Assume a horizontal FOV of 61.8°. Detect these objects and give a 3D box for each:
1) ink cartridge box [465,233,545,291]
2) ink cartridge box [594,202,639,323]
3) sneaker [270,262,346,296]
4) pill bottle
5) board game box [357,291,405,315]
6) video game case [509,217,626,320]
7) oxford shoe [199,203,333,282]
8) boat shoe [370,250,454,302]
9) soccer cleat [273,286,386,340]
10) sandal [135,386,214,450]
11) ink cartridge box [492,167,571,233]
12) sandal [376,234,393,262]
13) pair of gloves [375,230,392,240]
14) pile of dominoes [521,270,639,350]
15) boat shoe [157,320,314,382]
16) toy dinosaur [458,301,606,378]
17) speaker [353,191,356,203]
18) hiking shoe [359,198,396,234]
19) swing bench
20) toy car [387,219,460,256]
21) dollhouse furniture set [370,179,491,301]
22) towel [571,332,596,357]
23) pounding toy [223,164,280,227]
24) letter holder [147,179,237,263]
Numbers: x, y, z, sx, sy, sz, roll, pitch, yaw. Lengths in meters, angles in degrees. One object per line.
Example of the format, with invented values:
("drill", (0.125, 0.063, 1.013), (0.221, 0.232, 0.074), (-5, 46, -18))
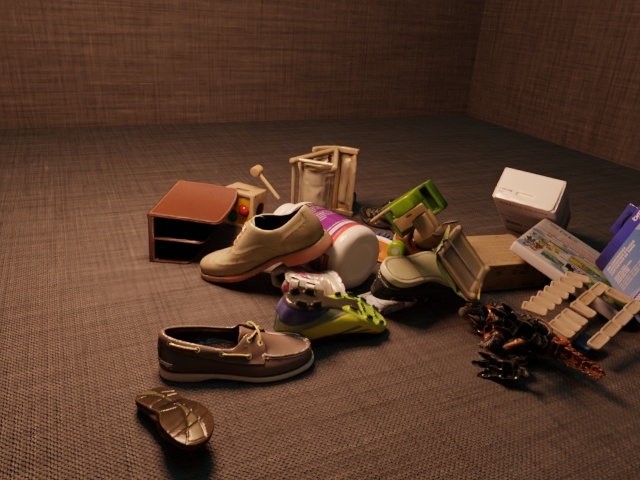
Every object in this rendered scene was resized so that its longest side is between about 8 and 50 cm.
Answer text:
("ink cartridge box", (0.514, 0.062, 1.580), (0.235, 0.088, 0.193), (-3, 25, -17))
("ink cartridge box", (0.889, 0.052, 1.362), (0.151, 0.270, 0.395), (18, 31, -10))
("sneaker", (-0.036, 0.123, 1.367), (0.111, 0.103, 0.252), (-21, 28, -36))
("pill bottle", (0.000, 0.000, 1.528), (0.181, 0.181, 0.323), (-17, 32, -38))
("board game box", (0.157, 0.160, 1.393), (0.090, 0.020, 0.090), (-14, 29, -33))
("video game case", (0.730, 0.073, 1.518), (0.329, 0.036, 0.300), (40, 35, 22))
("oxford shoe", (-0.168, 0.002, 1.406), (0.397, 0.146, 0.140), (-18, 27, 22))
("boat shoe", (0.263, 0.111, 1.402), (0.340, 0.113, 0.127), (-3, 47, -44))
("soccer cleat", (0.022, 0.183, 1.234), (0.289, 0.121, 0.093), (14, 26, -31))
("sandal", (-0.260, 0.320, 0.942), (0.090, 0.060, 0.219), (-12, 14, -44))
("ink cartridge box", (0.715, -0.114, 1.795), (0.201, 0.117, 0.278), (21, -10, 33))
("sandal", (0.115, 0.013, 1.615), (0.265, 0.102, 0.076), (17, 25, 22))
("pair of gloves", (0.212, 0.018, 1.715), (0.198, 0.023, 0.159), (21, 28, 31))
("pile of dominoes", (0.634, 0.172, 1.306), (0.251, 0.040, 0.196), (-25, 43, -32))
("boat shoe", (-0.171, 0.223, 1.111), (0.324, 0.096, 0.116), (0, 24, -8))
("toy dinosaur", (0.455, 0.211, 1.191), (0.322, 0.164, 0.218), (-3, -2, 41))
("speaker", (0.067, -0.177, 2.082), (0.136, 0.055, 0.055), (15, 26, 23))
("hiking shoe", (0.234, -0.098, 1.862), (0.227, 0.114, 0.086), (23, 30, 36))
("swing bench", (0.013, -0.178, 1.836), (0.165, 0.253, 0.255), (12, 25, 18))
("toy car", (0.313, 0.003, 1.524), (0.149, 0.188, 0.155), (54, 37, 0))
("dollhouse furniture set", (0.273, 0.023, 1.352), (0.151, 0.301, 0.197), (-34, 1, 34))
("towel", (0.607, 0.235, 1.287), (0.067, 0.029, 0.119), (-13, 28, -29))
("pounding toy", (-0.234, -0.144, 1.779), (0.181, 0.206, 0.094), (16, 27, 25))
("letter holder", (-0.375, -0.058, 1.643), (0.214, 0.152, 0.302), (6, 24, 0))
